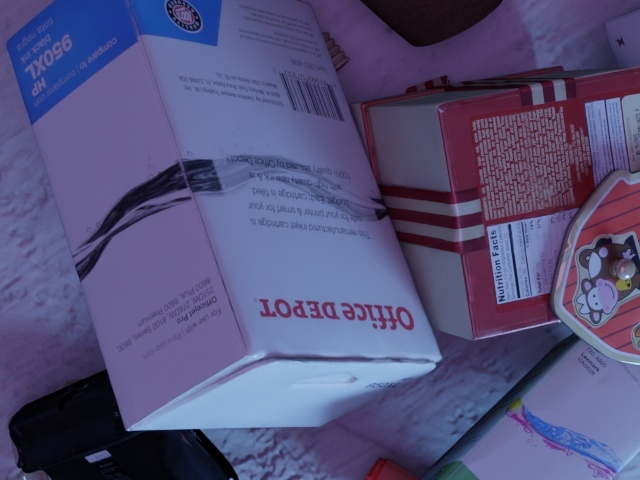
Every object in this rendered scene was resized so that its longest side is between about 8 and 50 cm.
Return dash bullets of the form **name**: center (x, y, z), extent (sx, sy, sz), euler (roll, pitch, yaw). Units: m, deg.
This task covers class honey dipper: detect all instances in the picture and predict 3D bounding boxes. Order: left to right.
- **honey dipper**: center (-0.031, -0.238, 1.793), extent (0.030, 0.030, 0.160), euler (-39, 92, 5)

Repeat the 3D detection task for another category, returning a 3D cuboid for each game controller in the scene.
- **game controller**: center (-0.194, 0.206, 1.688), extent (0.166, 0.319, 0.067), euler (41, 61, -15)

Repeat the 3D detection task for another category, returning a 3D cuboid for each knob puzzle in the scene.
- **knob puzzle**: center (0.296, 0.028, 1.589), extent (0.213, 0.030, 0.213), euler (-2, 95, -20)

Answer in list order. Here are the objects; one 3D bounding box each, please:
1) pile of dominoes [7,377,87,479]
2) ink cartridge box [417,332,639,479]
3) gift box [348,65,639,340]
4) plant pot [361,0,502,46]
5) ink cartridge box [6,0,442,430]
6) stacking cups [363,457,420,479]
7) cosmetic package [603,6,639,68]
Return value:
- **pile of dominoes**: center (-0.211, 0.267, 1.855), extent (0.196, 0.040, 0.251), euler (-9, 103, 2)
- **ink cartridge box**: center (0.204, 0.212, 1.702), extent (0.278, 0.201, 0.117), euler (-42, 86, -15)
- **gift box**: center (0.194, -0.036, 1.701), extent (0.276, 0.258, 0.255), euler (-7, 96, -20)
- **plant pot**: center (0.080, -0.313, 1.711), extent (0.215, 0.215, 0.230), euler (-29, 109, 4)
- **ink cartridge box**: center (-0.087, -0.034, 1.607), extent (0.166, 0.285, 0.395), euler (-32, 68, 32)
- **stacking cups**: center (0.184, 0.325, 1.818), extent (0.316, 0.096, 0.096), euler (34, 95, 0)
- **cosmetic package**: center (0.472, -0.090, 1.714), extent (0.284, 0.097, 0.377), euler (-24, 95, -18)
